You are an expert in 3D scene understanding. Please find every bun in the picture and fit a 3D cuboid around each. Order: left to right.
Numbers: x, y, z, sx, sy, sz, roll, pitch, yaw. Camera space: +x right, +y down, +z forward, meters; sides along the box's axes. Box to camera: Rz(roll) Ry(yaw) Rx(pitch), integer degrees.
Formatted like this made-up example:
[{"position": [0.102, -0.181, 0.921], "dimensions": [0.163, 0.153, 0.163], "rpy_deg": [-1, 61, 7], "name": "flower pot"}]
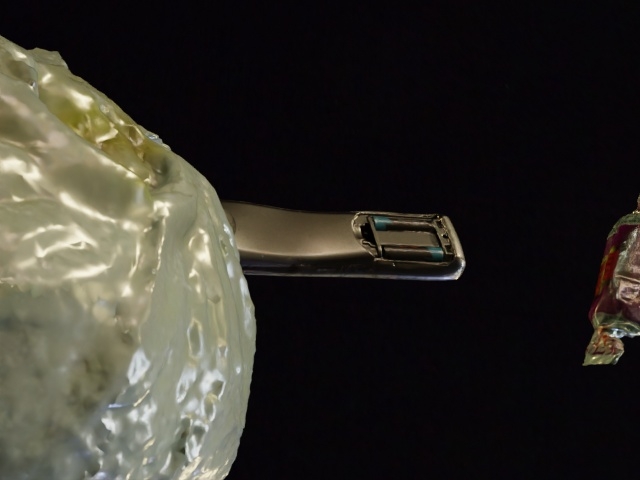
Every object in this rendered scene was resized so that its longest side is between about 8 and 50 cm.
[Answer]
[{"position": [-0.177, 0.010, 0.715], "dimensions": [0.362, 0.362, 0.211], "rpy_deg": [39, -85, -17], "name": "bun"}]

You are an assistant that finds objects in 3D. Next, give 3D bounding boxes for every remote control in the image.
[{"position": [0.000, 0.000, 0.920], "dimensions": [0.212, 0.059, 0.028], "rpy_deg": [3, -40, -21], "name": "remote control"}]

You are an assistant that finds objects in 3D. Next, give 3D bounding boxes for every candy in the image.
[{"position": [0.233, 0.030, 1.004], "dimensions": [0.043, 0.175, 0.045], "rpy_deg": [26, -34, -6], "name": "candy"}]
